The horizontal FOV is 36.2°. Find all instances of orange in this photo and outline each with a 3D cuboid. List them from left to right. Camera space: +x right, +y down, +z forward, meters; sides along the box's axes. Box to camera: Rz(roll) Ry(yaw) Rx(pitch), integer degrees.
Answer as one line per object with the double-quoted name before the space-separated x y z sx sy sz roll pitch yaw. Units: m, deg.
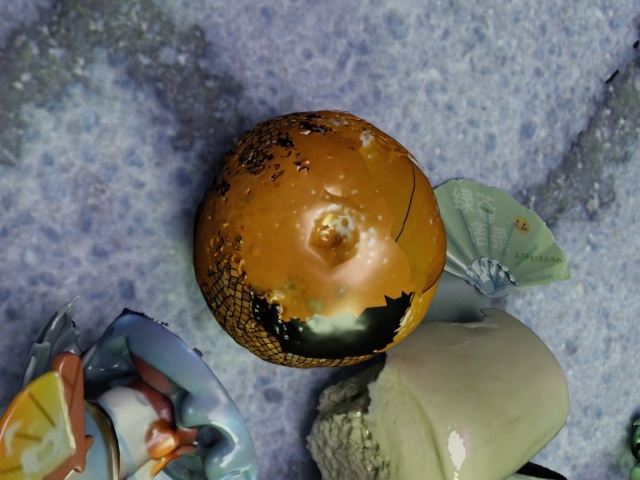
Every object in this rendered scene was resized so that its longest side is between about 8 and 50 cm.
"orange" 0.000 0.000 0.876 0.234 0.182 0.234 1 79 -6

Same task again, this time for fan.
"fan" 0.177 -0.002 1.049 0.240 0.009 0.131 10 66 -27

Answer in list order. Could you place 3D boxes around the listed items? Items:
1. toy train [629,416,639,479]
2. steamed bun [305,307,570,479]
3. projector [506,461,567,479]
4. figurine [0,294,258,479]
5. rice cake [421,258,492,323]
"toy train" 0.484 0.269 1.211 0.253 0.105 0.157 -25 118 -24
"steamed bun" 0.121 0.155 0.972 0.225 0.200 0.170 -20 98 -39
"projector" 0.182 0.406 1.058 0.108 0.108 0.337 13 88 -27
"figurine" -0.268 0.208 0.731 0.388 0.248 0.276 -37 142 -32
"rice cake" 0.084 0.070 1.015 0.222 0.042 0.080 -9 94 -26
